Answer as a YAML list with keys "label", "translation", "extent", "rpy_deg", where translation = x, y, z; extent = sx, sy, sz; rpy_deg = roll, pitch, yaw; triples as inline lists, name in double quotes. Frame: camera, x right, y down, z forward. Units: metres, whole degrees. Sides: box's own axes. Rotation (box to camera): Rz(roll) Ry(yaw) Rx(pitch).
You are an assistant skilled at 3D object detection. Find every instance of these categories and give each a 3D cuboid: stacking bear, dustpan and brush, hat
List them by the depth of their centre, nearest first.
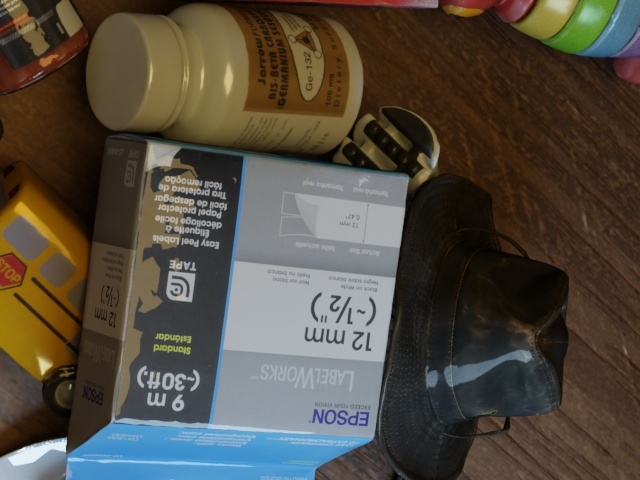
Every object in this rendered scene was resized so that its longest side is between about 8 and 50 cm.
- label: "dustpan and brush"
  translation: [-0.190, 0.222, 1.626]
  extent: [0.211, 0.060, 0.147]
  rpy_deg: [-31, 109, -17]
- label: "hat"
  translation: [0.169, 0.095, 1.638]
  extent: [0.331, 0.134, 0.331]
  rpy_deg: [7, 90, -67]
- label: "stacking bear"
  translation: [0.228, -0.259, 1.697]
  extent: [0.289, 0.175, 0.164]
  rpy_deg: [11, 95, -18]

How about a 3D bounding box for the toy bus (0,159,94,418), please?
- label: "toy bus"
  translation: [-0.239, 0.047, 1.534]
  extent: [0.130, 0.108, 0.332]
  rpy_deg: [-42, 113, 4]

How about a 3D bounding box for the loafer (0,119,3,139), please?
- label: "loafer"
  translation: [-0.354, -0.162, 1.481]
  extent: [0.078, 0.080, 0.220]
  rpy_deg: [-35, 109, -14]

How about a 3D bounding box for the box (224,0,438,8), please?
- label: "box"
  translation: [-0.026, -0.279, 1.589]
  extent: [0.257, 0.122, 0.128]
  rpy_deg: [-1, 97, -24]

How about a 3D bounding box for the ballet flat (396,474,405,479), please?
- label: "ballet flat"
  translation: [0.105, 0.265, 1.767]
  extent: [0.070, 0.070, 0.188]
  rpy_deg: [4, 97, -25]

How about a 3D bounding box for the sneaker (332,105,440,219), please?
- label: "sneaker"
  translation: [0.000, 0.000, 1.658]
  extent: [0.292, 0.118, 0.110]
  rpy_deg: [-37, 68, -1]

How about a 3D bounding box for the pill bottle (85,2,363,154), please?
- label: "pill bottle"
  translation: [-0.086, -0.144, 1.551]
  extent: [0.229, 0.131, 0.131]
  rpy_deg: [0, 98, -40]

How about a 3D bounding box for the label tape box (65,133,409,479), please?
- label: "label tape box"
  translation: [-0.073, 0.096, 1.489]
  extent: [0.249, 0.115, 0.347]
  rpy_deg: [7, 90, -28]

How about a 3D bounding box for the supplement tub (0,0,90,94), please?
- label: "supplement tub"
  translation: [-0.287, -0.231, 1.488]
  extent: [0.106, 0.106, 0.198]
  rpy_deg: [-35, 111, -16]
